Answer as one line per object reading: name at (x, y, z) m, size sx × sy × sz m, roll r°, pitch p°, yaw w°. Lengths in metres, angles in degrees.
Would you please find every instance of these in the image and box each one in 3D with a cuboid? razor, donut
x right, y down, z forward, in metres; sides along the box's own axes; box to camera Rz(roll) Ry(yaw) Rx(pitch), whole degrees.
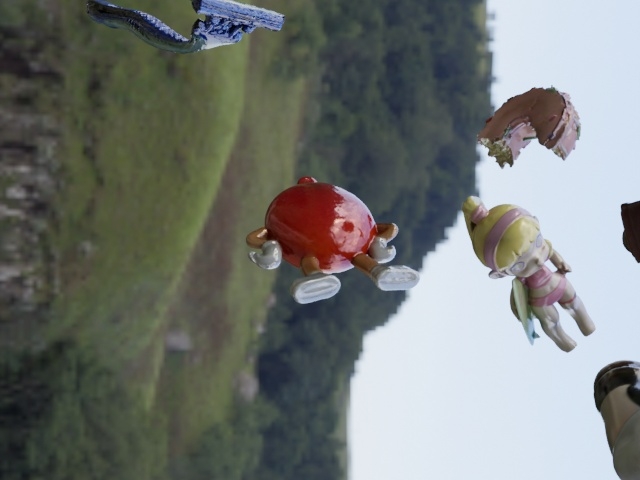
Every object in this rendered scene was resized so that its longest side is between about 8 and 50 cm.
razor at (-0.165, -0.220, 1.413) m, size 0.324 × 0.093 × 0.056 m, roll 15°, pitch -86°, yaw 54°
donut at (0.297, -0.158, 1.894) m, size 0.166 × 0.065 × 0.117 m, roll 11°, pitch -117°, yaw 56°

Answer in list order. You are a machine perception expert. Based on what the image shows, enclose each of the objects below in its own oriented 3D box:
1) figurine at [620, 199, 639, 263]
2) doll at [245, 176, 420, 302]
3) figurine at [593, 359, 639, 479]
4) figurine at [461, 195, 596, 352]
figurine at (0.463, -0.025, 1.822) m, size 0.154 × 0.098 × 0.082 m, roll -19°, pitch -94°, yaw 43°
doll at (0.000, 0.000, 1.612) m, size 0.217 × 0.183 × 0.085 m, roll -124°, pitch -146°, yaw -48°
figurine at (0.425, 0.208, 1.264) m, size 0.196 × 0.323 × 0.320 m, roll -67°, pitch -169°, yaw -20°
figurine at (0.191, 0.032, 1.280) m, size 0.187 × 0.083 × 0.083 m, roll 48°, pitch 16°, yaw -32°
